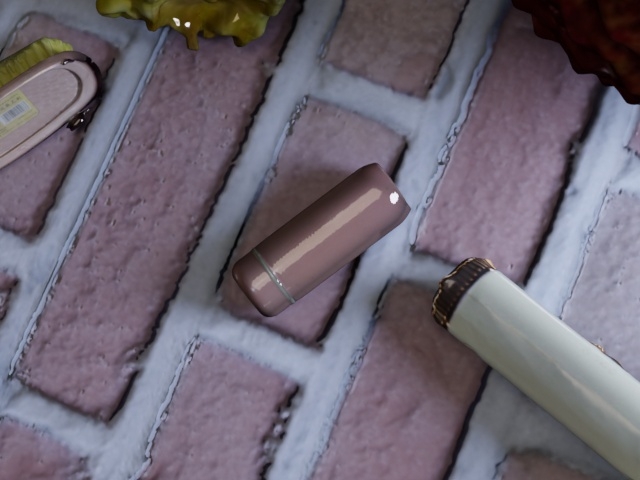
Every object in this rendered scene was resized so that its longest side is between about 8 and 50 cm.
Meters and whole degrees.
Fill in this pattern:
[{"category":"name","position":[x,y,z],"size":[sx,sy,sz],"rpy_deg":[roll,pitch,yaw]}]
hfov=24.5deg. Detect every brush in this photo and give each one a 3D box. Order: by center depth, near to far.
[{"category":"brush","position":[-0.312,-0.060,1.170],"size":[0.313,0.072,0.067],"rpy_deg":[-37,54,3]}]

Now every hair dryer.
[{"category":"hair dryer","position":[0.211,0.122,1.040],"size":[0.362,0.128,0.203],"rpy_deg":[40,87,21]}]

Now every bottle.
[{"category":"bottle","position":[0.000,0.000,1.114],"size":[0.140,0.053,0.053],"rpy_deg":[-36,77,-1]}]

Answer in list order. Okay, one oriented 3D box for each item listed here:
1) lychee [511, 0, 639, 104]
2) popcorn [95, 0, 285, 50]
[{"category":"lychee","position":[0.311,-0.260,0.953],"size":[0.425,0.424,0.500],"rpy_deg":[-40,105,-1]},{"category":"popcorn","position":[-0.101,-0.254,1.117],"size":[0.218,0.169,0.189],"rpy_deg":[-4,77,13]}]
